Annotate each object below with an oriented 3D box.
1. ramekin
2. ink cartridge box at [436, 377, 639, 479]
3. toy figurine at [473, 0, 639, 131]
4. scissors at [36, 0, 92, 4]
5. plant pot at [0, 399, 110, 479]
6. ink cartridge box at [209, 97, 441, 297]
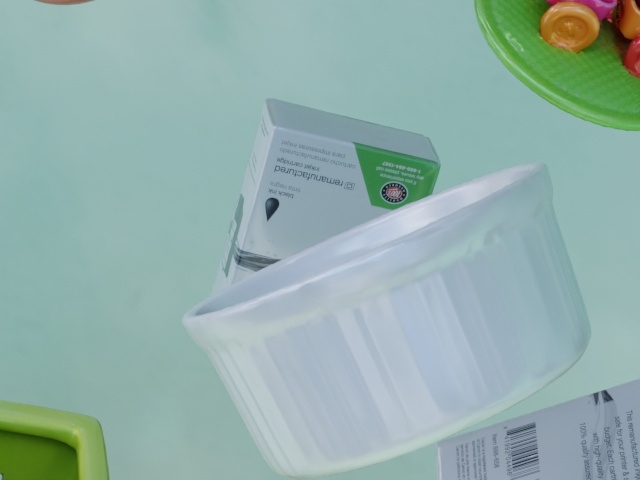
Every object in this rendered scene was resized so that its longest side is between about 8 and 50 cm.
[{"bbox_3d":[0.054,0.059,1.219,0.277,0.277,0.135,-23,93,15],"label":"ramekin"},{"bbox_3d":[0.248,0.239,1.496,0.273,0.114,0.197,-20,39,19],"label":"ink cartridge box"},{"bbox_3d":[0.187,-0.146,0.853,0.130,0.173,0.159,-82,17,-45],"label":"toy figurine"},{"bbox_3d":[-0.067,-0.170,0.872,0.297,0.021,0.109,9,101,40],"label":"scissors"},{"bbox_3d":[-0.240,0.222,0.921,0.228,0.227,0.207,-104,27,-57],"label":"plant pot"},{"bbox_3d":[0.000,0.000,1.501,0.087,0.153,0.208,-106,30,-68],"label":"ink cartridge box"}]
